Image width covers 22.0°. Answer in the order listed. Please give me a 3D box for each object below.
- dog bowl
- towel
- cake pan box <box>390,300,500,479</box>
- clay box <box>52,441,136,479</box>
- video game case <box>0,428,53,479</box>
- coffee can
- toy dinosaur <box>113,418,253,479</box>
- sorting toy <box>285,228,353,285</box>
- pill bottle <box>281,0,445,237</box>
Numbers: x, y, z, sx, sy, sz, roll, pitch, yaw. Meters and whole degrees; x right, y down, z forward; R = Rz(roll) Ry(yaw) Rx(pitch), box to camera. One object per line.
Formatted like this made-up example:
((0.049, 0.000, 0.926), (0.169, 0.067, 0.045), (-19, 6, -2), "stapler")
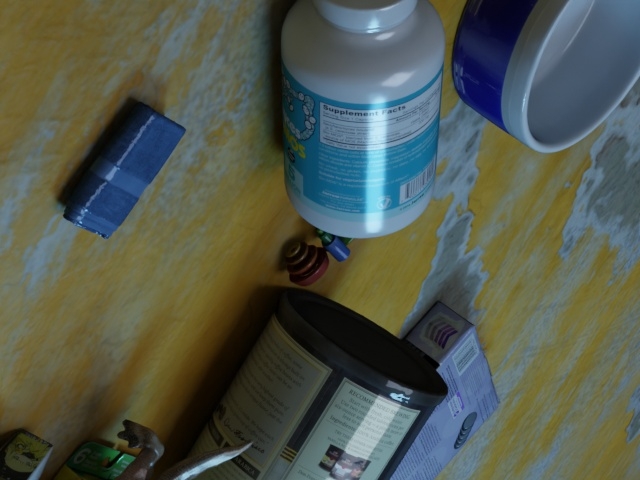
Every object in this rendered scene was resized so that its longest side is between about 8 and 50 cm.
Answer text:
((0.264, -0.232, 1.767), (0.265, 0.104, 0.265), (-36, 147, -28), "dog bowl")
((-0.168, -0.060, 1.387), (0.119, 0.029, 0.067), (-54, 152, 2), "towel")
((0.115, 0.231, 2.100), (0.245, 0.070, 0.267), (-49, 152, -13), "cake pan box")
((-0.254, 0.311, 1.645), (0.222, 0.053, 0.127), (-54, 150, 1), "clay box")
((-0.322, 0.306, 1.453), (0.210, 0.042, 0.232), (-61, 177, -73), "video game case")
((-0.022, 0.218, 1.736), (0.275, 0.201, 0.201), (-58, 152, 10), "coffee can")
((-0.184, 0.302, 1.574), (0.295, 0.127, 0.200), (-51, 159, -32), "toy dinosaur")
((0.000, 0.000, 1.695), (0.042, 0.061, 0.102), (47, 70, -27), "sorting toy")
((0.037, -0.137, 1.488), (0.146, 0.146, 0.264), (-36, 147, -29), "pill bottle")
